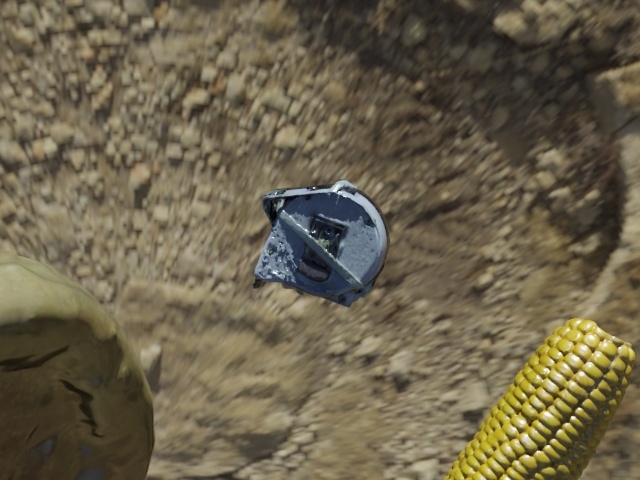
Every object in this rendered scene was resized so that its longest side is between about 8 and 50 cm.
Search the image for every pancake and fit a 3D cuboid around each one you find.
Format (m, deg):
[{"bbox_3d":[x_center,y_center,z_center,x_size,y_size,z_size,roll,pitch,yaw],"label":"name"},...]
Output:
[{"bbox_3d":[-0.190,0.139,0.980,0.049,0.294,0.294,32,80,30],"label":"pancake"}]

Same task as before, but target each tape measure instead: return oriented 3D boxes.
[{"bbox_3d":[0.002,-0.001,1.358,0.094,0.054,0.091,8,96,11],"label":"tape measure"}]

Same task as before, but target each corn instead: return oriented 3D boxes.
[{"bbox_3d":[0.162,0.204,1.575,0.106,0.106,0.305,35,92,-1],"label":"corn"}]
